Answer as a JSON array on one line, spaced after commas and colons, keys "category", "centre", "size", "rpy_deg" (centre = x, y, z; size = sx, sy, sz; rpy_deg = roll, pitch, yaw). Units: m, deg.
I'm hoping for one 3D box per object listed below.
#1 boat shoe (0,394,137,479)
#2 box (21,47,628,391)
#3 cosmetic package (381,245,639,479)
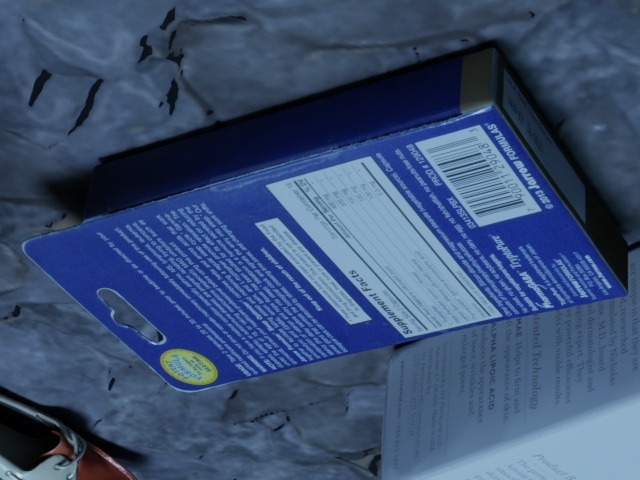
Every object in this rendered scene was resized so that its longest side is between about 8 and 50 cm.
[{"category": "boat shoe", "centre": [-0.150, 0.111, 0.911], "size": [0.137, 0.049, 0.043], "rpy_deg": [29, 137, -21]}, {"category": "box", "centre": [0.000, 0.000, 0.738], "size": [0.225, 0.036, 0.136], "rpy_deg": [-15, 139, 25]}, {"category": "cosmetic package", "centre": [0.148, 0.070, 0.776], "size": [0.231, 0.085, 0.117], "rpy_deg": [-26, 134, 35]}]
